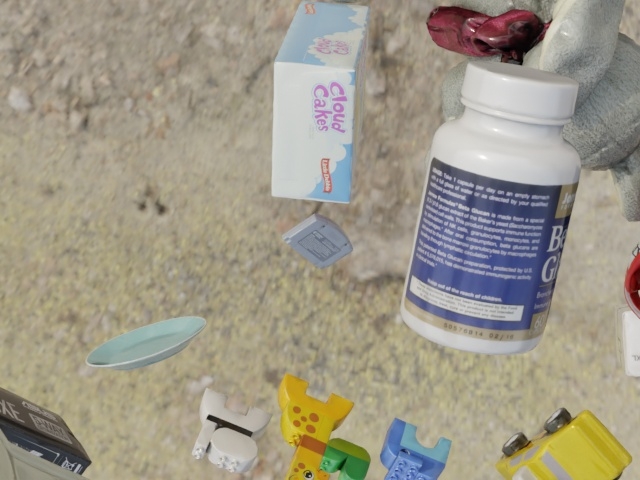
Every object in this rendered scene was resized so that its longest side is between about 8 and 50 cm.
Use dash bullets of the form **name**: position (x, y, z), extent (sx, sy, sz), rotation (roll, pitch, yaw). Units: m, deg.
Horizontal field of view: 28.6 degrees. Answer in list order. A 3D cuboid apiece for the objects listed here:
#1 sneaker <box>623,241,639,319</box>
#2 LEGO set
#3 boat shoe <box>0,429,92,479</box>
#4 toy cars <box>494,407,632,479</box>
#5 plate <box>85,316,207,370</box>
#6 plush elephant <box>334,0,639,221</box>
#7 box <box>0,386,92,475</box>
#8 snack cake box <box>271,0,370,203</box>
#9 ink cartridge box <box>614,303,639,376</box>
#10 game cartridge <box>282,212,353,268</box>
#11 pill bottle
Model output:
- **sneaker**: position (0.292, 0.019, 1.004), extent (0.145, 0.270, 0.090), rotation (-34, 81, -13)
- **LEGO set**: position (0.009, 0.175, 0.936), extent (0.227, 0.093, 0.087), rotation (22, 135, 0)
- **boat shoe**: position (-0.138, 0.175, 0.593), extent (0.099, 0.116, 0.319), rotation (-36, 127, 10)
- **toy cars**: position (0.348, 0.293, 1.408), extent (0.393, 0.087, 0.176), rotation (12, 131, 39)
- **plate**: position (-0.256, 0.158, 1.867), extent (0.188, 0.188, 0.024), rotation (-12, 102, 17)
- **plush elephant**: position (0.178, -0.142, 1.035), extent (0.330, 0.255, 0.272), rotation (-16, 134, 27)
- **box**: position (-0.347, 0.219, 0.874), extent (0.242, 0.076, 0.307), rotation (35, 92, -41)
- **snack cake box**: position (0.003, -0.164, 1.419), extent (0.089, 0.264, 0.152), rotation (6, 115, 3)
- **ink cartridge box**: position (0.463, 0.124, 1.635), extent (0.148, 0.203, 0.086), rotation (-3, 89, 9)
- **game cartridge**: position (0.000, 0.000, 1.455), extent (0.056, 0.017, 0.083), rotation (-30, 141, 18)
- **pill bottle**: position (0.109, -0.022, 0.784), extent (0.094, 0.094, 0.169), rotation (10, 107, 3)
